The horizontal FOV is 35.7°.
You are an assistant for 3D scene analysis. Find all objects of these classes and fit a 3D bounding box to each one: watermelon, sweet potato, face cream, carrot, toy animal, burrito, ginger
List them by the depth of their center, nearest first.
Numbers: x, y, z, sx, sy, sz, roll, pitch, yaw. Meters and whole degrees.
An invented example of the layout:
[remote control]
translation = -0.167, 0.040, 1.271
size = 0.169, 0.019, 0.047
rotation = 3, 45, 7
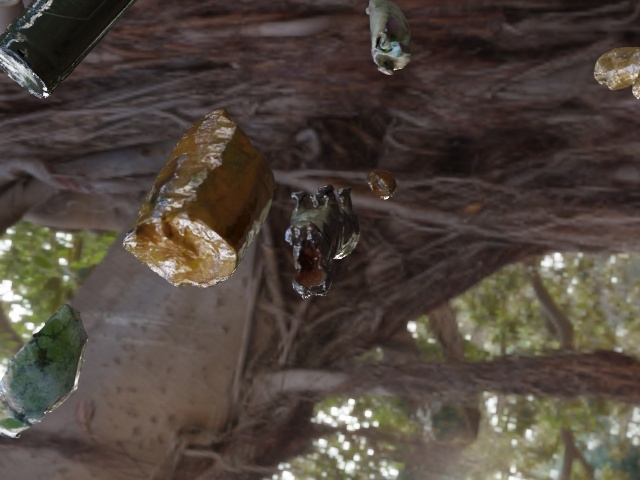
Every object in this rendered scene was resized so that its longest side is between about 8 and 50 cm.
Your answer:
[watermelon]
translation = -0.318, 0.162, 1.200
size = 0.187, 0.071, 0.139
rotation = -52, -8, 11
[face cream]
translation = -0.498, -0.341, 1.528
size = 0.091, 0.091, 0.095
rotation = -52, -9, -43
[ginger]
translation = 0.593, -0.270, 1.554
size = 0.081, 0.334, 0.148
rotation = 50, -139, -42
[burrito]
translation = 0.114, -0.336, 1.622
size = 0.309, 0.066, 0.096
rotation = -85, -28, -68
[sweet potato]
translation = 0.117, -0.099, 1.806
size = 0.117, 0.049, 0.049
rotation = -117, 18, -67
[toy animal]
translation = -0.005, -0.014, 1.885
size = 0.343, 0.106, 0.168
rotation = -52, -51, -70
[carrot]
translation = -0.234, -0.071, 2.035
size = 0.340, 0.242, 0.241
rotation = -65, -34, -38

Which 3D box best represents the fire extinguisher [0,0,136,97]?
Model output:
[fire extinguisher]
translation = -0.278, -0.323, 1.267
size = 0.311, 0.114, 0.095
rotation = -54, -42, -17
